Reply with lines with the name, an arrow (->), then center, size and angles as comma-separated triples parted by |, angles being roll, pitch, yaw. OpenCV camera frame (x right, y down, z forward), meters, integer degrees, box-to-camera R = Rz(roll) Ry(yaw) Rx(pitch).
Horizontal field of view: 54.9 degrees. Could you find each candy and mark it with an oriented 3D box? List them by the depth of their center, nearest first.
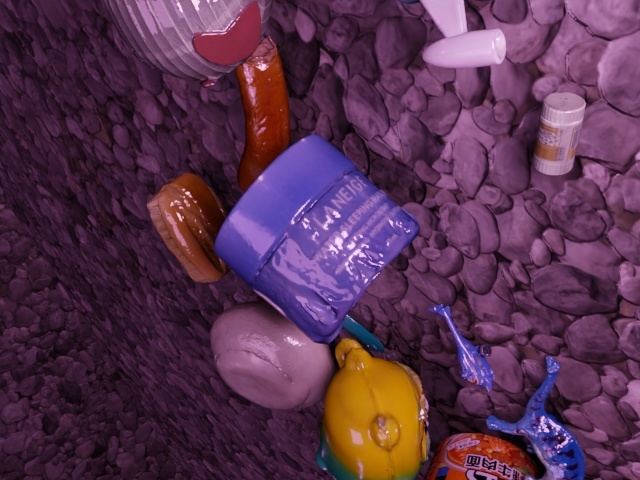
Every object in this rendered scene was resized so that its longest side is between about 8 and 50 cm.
candy -> -0.102, 0.238, 1.345 | 0.295, 0.185, 0.296 | 16, 134, 17

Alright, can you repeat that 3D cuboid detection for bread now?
bread -> -0.259, -0.025, 1.310 | 0.106, 0.140, 0.236 | -6, 120, 47

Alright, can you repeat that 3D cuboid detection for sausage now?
sausage -> -0.096, -0.187, 1.025 | 0.103, 0.076, 0.302 | 38, 144, 30

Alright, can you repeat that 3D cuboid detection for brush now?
brush -> 0.052, 0.152, 1.226 | 0.193, 0.032, 0.043 | 38, 141, -3

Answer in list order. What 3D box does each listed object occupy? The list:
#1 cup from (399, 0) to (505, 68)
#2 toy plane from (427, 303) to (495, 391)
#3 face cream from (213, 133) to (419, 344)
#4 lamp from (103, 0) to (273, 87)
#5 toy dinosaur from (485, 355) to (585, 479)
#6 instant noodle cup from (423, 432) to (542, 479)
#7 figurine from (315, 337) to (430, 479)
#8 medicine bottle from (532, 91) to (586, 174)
cup -> 0.146, -0.312, 0.556 | 0.173, 0.167, 0.300 | 4, 100, 37
toy plane -> 0.234, 0.176, 1.009 | 0.167, 0.062, 0.054 | 61, 146, 2
face cream -> 0.000, 0.000, 0.944 | 0.225, 0.249, 0.249 | 40, 145, 5
lamp -> -0.169, -0.341, 0.817 | 0.233, 0.265, 0.233 | 4, 156, 2
toy dinosaur -> 0.364, 0.332, 0.996 | 0.144, 0.076, 0.329 | -12, 102, 46
instant noodle cup -> 0.279, 0.479, 1.082 | 0.250, 0.192, 0.250 | 14, 132, 17
figurine -> 0.097, 0.366, 1.188 | 0.340, 0.231, 0.324 | 84, 168, -46
medicine bottle -> 0.268, -0.120, 0.696 | 0.047, 0.047, 0.083 | 25, 140, 32
